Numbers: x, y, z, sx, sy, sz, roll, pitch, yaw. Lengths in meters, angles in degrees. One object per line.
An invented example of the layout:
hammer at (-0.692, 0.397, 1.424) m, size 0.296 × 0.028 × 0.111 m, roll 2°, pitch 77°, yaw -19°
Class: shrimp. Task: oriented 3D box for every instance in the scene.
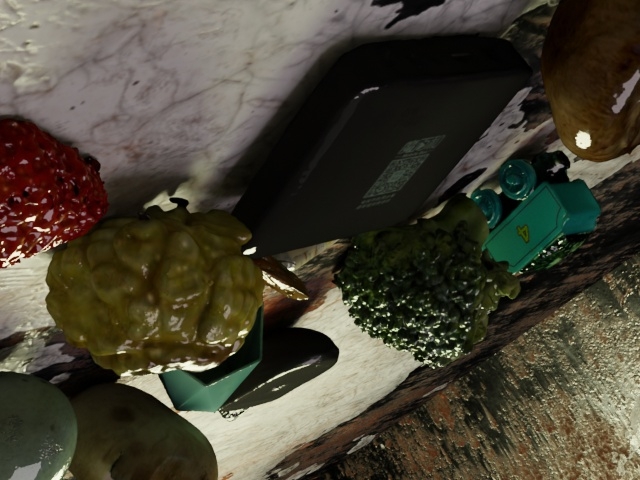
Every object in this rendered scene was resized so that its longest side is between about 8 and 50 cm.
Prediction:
shrimp at (-0.073, 0.026, 1.244) m, size 0.051 × 0.115 × 0.217 m, roll -65°, pitch 158°, yaw -6°

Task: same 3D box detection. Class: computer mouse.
computer mouse at (-0.075, 0.194, 1.725) m, size 0.137 × 0.086 × 0.270 m, roll -4°, pitch 157°, yaw -38°

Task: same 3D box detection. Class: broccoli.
broccoli at (0.161, 0.053, 1.563) m, size 0.245 × 0.288 × 0.248 m, roll -39°, pitch 129°, yaw -24°

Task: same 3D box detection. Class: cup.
cup at (-0.150, 0.144, 1.419) m, size 0.148 × 0.134 × 0.235 m, roll -22°, pitch 164°, yaw -16°

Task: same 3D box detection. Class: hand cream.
hand cream at (0.000, 0.000, 1.412) m, size 0.143 × 0.039 × 0.061 m, roll -28°, pitch 160°, yaw -24°

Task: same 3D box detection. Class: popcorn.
popcorn at (-0.159, 0.046, 1.071) m, size 0.218 × 0.169 × 0.189 m, roll 1°, pitch -172°, yaw 32°

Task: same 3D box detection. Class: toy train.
toy train at (0.314, -0.040, 1.612) m, size 0.107 × 0.154 × 0.198 m, roll -10°, pitch 153°, yaw -42°

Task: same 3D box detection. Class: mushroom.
mushroom at (0.349, -0.214, 1.128) m, size 0.263 × 0.195 × 0.283 m, roll -33°, pitch 180°, yaw -19°
mushroom at (-0.256, 0.298, 1.472) m, size 0.184 × 0.255 × 0.255 m, roll -43°, pitch 162°, yaw 2°

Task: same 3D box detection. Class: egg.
egg at (-0.379, 0.242, 1.231) m, size 0.236 × 0.169 × 0.169 m, roll -39°, pitch 161°, yaw 17°

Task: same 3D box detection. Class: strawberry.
strawberry at (-0.233, -0.031, 0.881) m, size 0.121 × 0.082 × 0.188 m, roll -42°, pitch 157°, yaw 22°

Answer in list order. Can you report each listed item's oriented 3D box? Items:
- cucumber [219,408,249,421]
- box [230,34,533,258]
cucumber at (-0.102, 0.246, 1.875) m, size 0.187 × 0.058 × 0.058 m, roll -37°, pitch 161°, yaw 20°
box at (0.062, -0.098, 1.156) m, size 0.290 × 0.073 × 0.289 m, roll -14°, pitch 151°, yaw -44°
